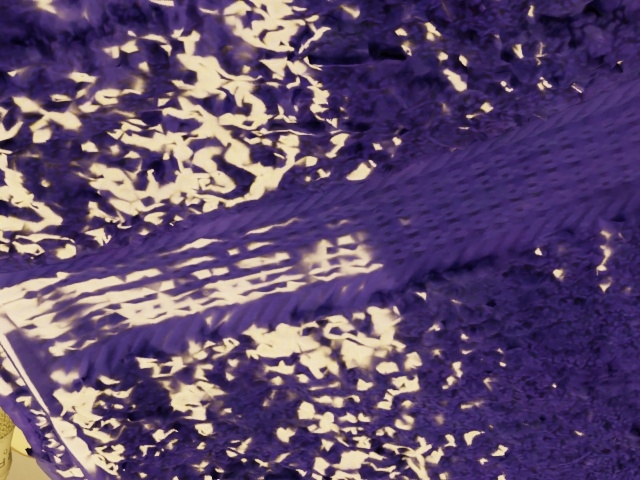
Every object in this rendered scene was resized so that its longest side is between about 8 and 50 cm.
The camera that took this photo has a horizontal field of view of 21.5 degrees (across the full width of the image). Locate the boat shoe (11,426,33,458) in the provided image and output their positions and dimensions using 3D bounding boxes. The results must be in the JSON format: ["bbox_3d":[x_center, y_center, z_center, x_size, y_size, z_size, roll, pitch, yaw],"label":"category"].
[{"bbox_3d":[-0.075,0.053,0.724,0.098,0.109,0.302,-18,137,10],"label":"boat shoe"}]

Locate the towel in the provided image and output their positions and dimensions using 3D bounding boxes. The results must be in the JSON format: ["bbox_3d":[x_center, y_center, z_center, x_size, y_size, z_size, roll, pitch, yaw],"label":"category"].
[{"bbox_3d":[0.000,0.000,0.401,0.228,0.076,0.308,-12,141,17],"label":"towel"}]

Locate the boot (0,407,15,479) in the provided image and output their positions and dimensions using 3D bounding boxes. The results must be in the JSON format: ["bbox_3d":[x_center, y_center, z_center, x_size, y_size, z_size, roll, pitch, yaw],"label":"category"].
[{"bbox_3d":[-0.091,0.017,0.550,0.213,0.077,0.165,17,124,6],"label":"boot"}]
